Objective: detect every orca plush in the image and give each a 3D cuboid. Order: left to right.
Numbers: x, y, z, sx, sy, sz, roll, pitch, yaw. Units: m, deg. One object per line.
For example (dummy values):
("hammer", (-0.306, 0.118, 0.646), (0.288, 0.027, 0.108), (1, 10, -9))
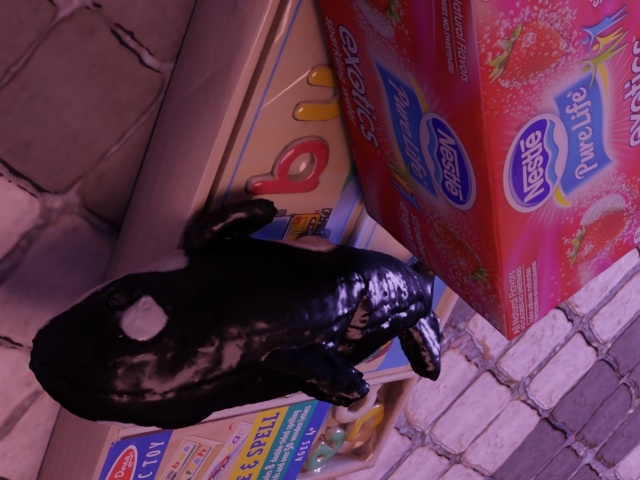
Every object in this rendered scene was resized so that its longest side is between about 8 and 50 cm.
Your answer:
("orca plush", (-0.011, 0.070, 0.673), (0.287, 0.102, 0.151), (13, 115, -50))

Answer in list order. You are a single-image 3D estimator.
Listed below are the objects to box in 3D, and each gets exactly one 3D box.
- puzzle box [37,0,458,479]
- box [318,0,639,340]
("puzzle box", (0.000, 0.000, 0.750), (0.272, 0.052, 0.408), (-5, 128, -42))
("box", (0.087, -0.088, 0.599), (0.123, 0.128, 0.257), (-35, 143, -15))
